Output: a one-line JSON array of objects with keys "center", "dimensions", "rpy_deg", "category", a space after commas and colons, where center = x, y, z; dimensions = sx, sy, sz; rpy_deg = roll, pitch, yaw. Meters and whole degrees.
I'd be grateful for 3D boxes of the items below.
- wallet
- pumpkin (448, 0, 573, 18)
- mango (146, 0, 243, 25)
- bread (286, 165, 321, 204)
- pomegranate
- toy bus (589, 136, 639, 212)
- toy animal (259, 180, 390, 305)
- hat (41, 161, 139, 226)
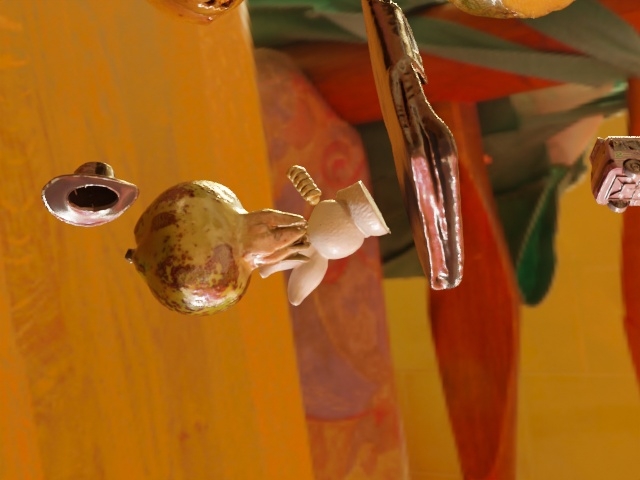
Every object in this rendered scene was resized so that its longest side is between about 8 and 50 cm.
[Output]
[{"center": [0.088, -0.138, 1.138], "dimensions": [0.377, 0.051, 0.197], "rpy_deg": [-101, 178, -50], "category": "wallet"}, {"center": [0.271, -0.375, 1.555], "dimensions": [0.278, 0.163, 0.111], "rpy_deg": [-34, 116, -28], "category": "pumpkin"}, {"center": [-0.189, -0.363, 1.292], "dimensions": [0.152, 0.287, 0.201], "rpy_deg": [-56, 155, 8], "category": "mango"}, {"center": [-0.030, -0.107, 2.088], "dimensions": [0.088, 0.033, 0.049], "rpy_deg": [54, 20, 22], "category": "bread"}, {"center": [-0.167, 0.005, 1.742], "dimensions": [0.204, 0.276, 0.222], "rpy_deg": [5, 76, -55], "category": "pomegranate"}, {"center": [0.485, -0.102, 1.606], "dimensions": [0.178, 0.087, 0.098], "rpy_deg": [0, 49, -12], "category": "toy bus"}, {"center": [0.003, 0.000, 1.833], "dimensions": [0.104, 0.221, 0.131], "rpy_deg": [52, 9, -23], "category": "toy animal"}, {"center": [-0.285, -0.066, 1.357], "dimensions": [0.121, 0.121, 0.050], "rpy_deg": [29, 44, -42], "category": "hat"}]
